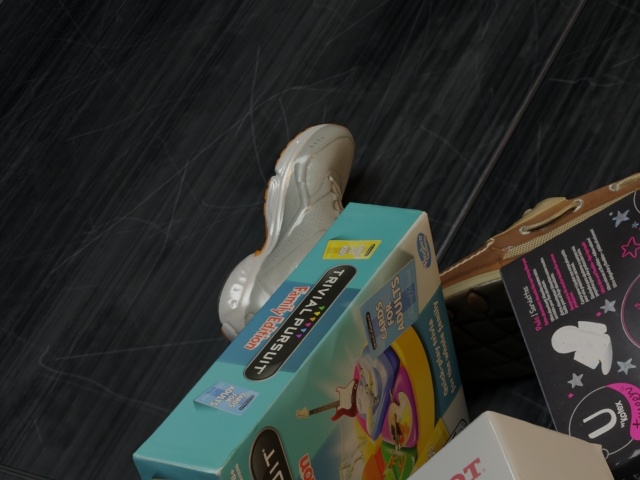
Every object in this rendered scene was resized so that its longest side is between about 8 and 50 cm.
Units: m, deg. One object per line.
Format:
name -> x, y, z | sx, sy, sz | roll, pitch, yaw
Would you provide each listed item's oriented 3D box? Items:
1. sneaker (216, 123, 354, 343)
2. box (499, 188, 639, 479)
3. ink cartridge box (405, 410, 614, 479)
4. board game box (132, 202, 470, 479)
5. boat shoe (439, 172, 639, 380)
sneaker -> 0.000, 0.000, 1.771 | 0.121, 0.099, 0.262 | 7, 64, 32
box -> 0.261, 0.115, 1.390 | 0.142, 0.163, 0.247 | -29, 40, 15
ink cartridge box -> 0.127, 0.307, 1.173 | 0.223, 0.129, 0.307 | -45, 44, 27
board game box -> 0.004, 0.168, 1.386 | 0.079, 0.254, 0.336 | 6, 37, 30
boat shoe -> 0.220, 0.025, 1.560 | 0.324, 0.123, 0.120 | -19, 36, 9
